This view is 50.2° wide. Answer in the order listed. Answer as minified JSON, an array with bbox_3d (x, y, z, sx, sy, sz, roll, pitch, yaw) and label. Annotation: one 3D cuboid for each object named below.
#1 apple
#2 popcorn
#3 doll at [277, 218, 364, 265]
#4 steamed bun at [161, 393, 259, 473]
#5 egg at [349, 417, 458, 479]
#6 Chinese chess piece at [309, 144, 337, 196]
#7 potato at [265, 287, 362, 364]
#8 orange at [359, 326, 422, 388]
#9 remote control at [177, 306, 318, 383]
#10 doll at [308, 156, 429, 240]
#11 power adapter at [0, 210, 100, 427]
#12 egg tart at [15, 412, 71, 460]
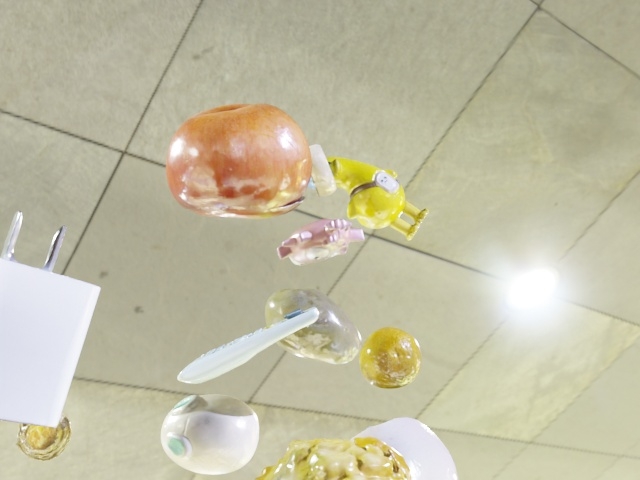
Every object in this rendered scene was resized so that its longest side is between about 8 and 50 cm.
[{"bbox_3d":[-0.151,-0.143,1.236,0.252,0.272,0.206,-7,102,-25],"label":"apple"},{"bbox_3d":[0.010,0.355,0.848,0.190,0.250,0.250,37,110,-13],"label":"popcorn"},{"bbox_3d":[0.000,0.000,1.650,0.211,0.093,0.262,-8,166,-27],"label":"doll"},{"bbox_3d":[-0.258,0.436,1.560,0.228,0.177,0.130,2,150,13],"label":"steamed bun"},{"bbox_3d":[0.106,0.374,1.054,0.271,0.206,0.161,-38,136,-27],"label":"egg"},{"bbox_3d":[-0.002,-0.162,1.583,0.051,0.122,0.122,-20,133,1],"label":"Chinese chess piece"},{"bbox_3d":[-0.019,0.196,1.537,0.160,0.235,0.178,-66,165,15],"label":"potato"},{"bbox_3d":[0.094,0.160,0.926,0.085,0.085,0.095,-15,171,-10],"label":"orange"},{"bbox_3d":[-0.136,0.205,1.331,0.294,0.051,0.103,-26,178,-4],"label":"remote control"},{"bbox_3d":[0.118,-0.138,1.862,0.199,0.363,0.145,-54,173,-28],"label":"doll"},{"bbox_3d":[-0.392,0.092,0.863,0.187,0.124,0.255,23,77,-36],"label":"power adapter"},{"bbox_3d":[-0.658,0.459,1.615,0.131,0.130,0.052,-12,175,-13],"label":"egg tart"}]
